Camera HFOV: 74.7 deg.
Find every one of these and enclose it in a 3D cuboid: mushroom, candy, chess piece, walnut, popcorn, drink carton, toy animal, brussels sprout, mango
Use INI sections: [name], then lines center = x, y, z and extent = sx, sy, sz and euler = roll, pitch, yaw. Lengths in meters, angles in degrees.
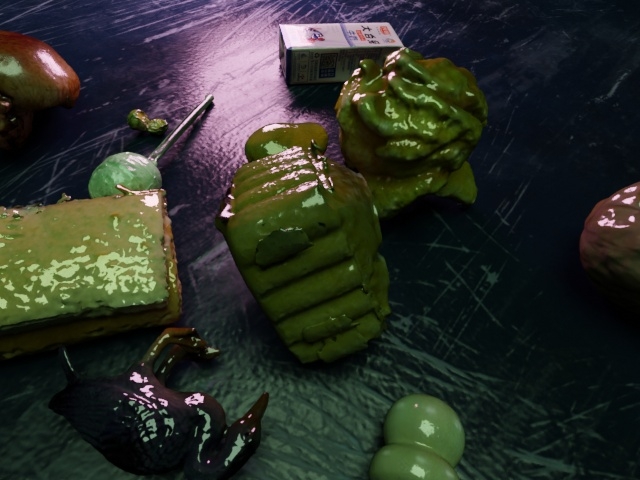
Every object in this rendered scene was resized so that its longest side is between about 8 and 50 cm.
[mushroom]
center = -0.644, -0.318, 0.866
extent = 0.264, 0.195, 0.283
euler = -8, 54, -18
[candy]
center = -0.319, -0.205, 0.883
extent = 0.119, 0.119, 0.439
euler = 15, 45, 6
[chess piece]
center = 0.112, 0.312, 0.510
extent = 0.145, 0.144, 0.251
euler = 20, 48, 9
[walnut]
center = 0.589, 0.017, 0.705
extent = 0.273, 0.273, 0.226
euler = 19, 86, 9
[popcorn]
center = 0.164, -0.182, 0.791
extent = 0.321, 0.290, 0.325
euler = 34, 86, 14
[drink carton]
center = 0.052, -0.501, 1.123
extent = 0.315, 0.106, 0.130
euler = -7, 56, -12
[toy animal]
center = -0.218, 0.210, 0.553
extent = 0.299, 0.122, 0.185
euler = 6, 53, 1
[brussels sprout]
center = -0.385, -0.259, 0.936
extent = 0.083, 0.051, 0.046
euler = 19, 81, -21
[mango]
center = -0.066, -0.199, 0.896
extent = 0.191, 0.085, 0.122
euler = -15, 53, -14

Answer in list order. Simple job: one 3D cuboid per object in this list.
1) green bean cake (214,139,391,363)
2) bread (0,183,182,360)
[green bean cake]
center = 0.000, 0.000, 0.671
extent = 0.202, 0.285, 0.310
euler = -23, 31, 7
[bread]
center = -0.412, 0.042, 0.635
extent = 0.376, 0.165, 0.236
euler = -9, 59, -12
